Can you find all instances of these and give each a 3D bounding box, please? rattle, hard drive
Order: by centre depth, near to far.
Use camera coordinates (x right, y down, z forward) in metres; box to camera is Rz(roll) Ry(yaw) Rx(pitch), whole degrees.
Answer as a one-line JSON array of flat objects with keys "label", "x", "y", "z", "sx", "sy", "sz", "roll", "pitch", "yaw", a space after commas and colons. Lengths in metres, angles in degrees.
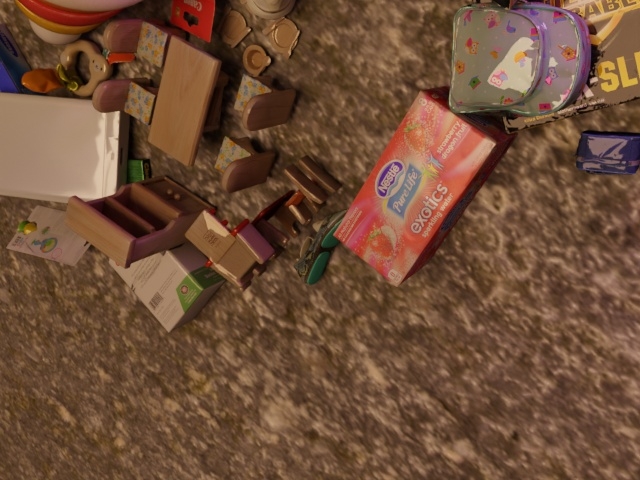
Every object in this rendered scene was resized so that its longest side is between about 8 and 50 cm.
[{"label": "rattle", "x": -0.520, "y": -0.382, "z": 1.465, "sx": 0.199, "sy": 0.142, "sz": 0.130, "roll": 0, "pitch": 86, "yaw": 35}, {"label": "hard drive", "x": -0.603, "y": -0.205, "z": 1.530, "sx": 0.352, "sy": 0.047, "sz": 0.233, "roll": 7, "pitch": 99, "yaw": 13}]

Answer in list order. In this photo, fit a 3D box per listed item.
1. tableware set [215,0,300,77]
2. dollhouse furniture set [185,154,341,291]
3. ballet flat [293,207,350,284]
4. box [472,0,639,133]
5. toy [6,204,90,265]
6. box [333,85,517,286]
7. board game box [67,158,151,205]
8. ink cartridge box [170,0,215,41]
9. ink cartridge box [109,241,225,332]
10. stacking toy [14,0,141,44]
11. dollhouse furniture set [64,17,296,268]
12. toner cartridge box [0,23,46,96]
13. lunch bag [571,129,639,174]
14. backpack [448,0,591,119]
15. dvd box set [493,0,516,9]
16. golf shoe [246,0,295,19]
[{"label": "tableware set", "x": -0.122, "y": -0.400, "z": 1.304, "sx": 0.141, "sy": 0.020, "sz": 0.169, "roll": -40, "pitch": 82, "yaw": 31}, {"label": "dollhouse furniture set", "x": -0.121, "y": -0.031, "z": 1.268, "sx": 0.135, "sy": 0.259, "sz": 0.262, "roll": 43, "pitch": 119, "yaw": 1}, {"label": "ballet flat", "x": 0.000, "y": 0.000, "z": 1.326, "sx": 0.070, "sy": 0.070, "sz": 0.188, "roll": 38, "pitch": 115, "yaw": 15}, {"label": "box", "x": 0.403, "y": -0.323, "z": 1.002, "sx": 0.321, "sy": 0.079, "sz": 0.257, "roll": -11, "pitch": 100, "yaw": 31}, {"label": "toy", "x": -0.635, "y": -0.004, "z": 1.662, "sx": 0.237, "sy": 0.137, "sz": 0.056, "roll": 13, "pitch": 150, "yaw": 24}, {"label": "box", "x": 0.172, "y": -0.093, "z": 1.155, "sx": 0.154, "sy": 0.142, "sz": 0.300, "roll": 40, "pitch": 119, "yaw": 15}, {"label": "board game box", "x": -0.495, "y": -0.123, "z": 1.585, "sx": 0.259, "sy": 0.030, "sz": 0.136, "roll": 5, "pitch": 104, "yaw": 28}, {"label": "ink cartridge box", "x": -0.253, "y": -0.509, "z": 1.288, "sx": 0.181, "sy": 0.056, "sz": 0.225, "roll": 38, "pitch": 121, "yaw": 44}, {"label": "ink cartridge box", "x": -0.342, "y": 0.066, "z": 1.513, "sx": 0.219, "sy": 0.092, "sz": 0.160, "roll": 48, "pitch": 120, "yaw": 9}, {"label": "stacking toy", "x": -0.482, "y": -0.518, "z": 1.308, "sx": 0.480, "sy": 0.350, "sz": 0.351, "roll": -20, "pitch": 94, "yaw": 64}, {"label": "dollhouse furniture set", "x": -0.309, "y": -0.182, "z": 1.318, "sx": 0.362, "sy": 0.256, "sz": 0.394, "roll": 32, "pitch": 120, "yaw": 19}, {"label": "toner cartridge box", "x": -0.740, "y": -0.325, "z": 1.635, "sx": 0.165, "sy": 0.075, "sz": 0.348, "roll": -31, "pitch": 88, "yaw": 30}, {"label": "lunch bag", "x": 0.436, "y": -0.132, "z": 1.042, "sx": 0.098, "sy": 0.067, "sz": 0.065, "roll": 8, "pitch": 107, "yaw": 28}, {"label": "backpack", "x": 0.279, "y": -0.254, "z": 0.965, "sx": 0.188, "sy": 0.144, "sz": 0.166, "roll": 8, "pitch": 103, "yaw": 23}, {"label": "dvd box set", "x": 0.262, "y": -0.557, "z": 0.911, "sx": 0.307, "sy": 0.062, "sz": 0.420, "roll": 38, "pitch": 91, "yaw": 16}, {"label": "golf shoe", "x": -0.098, "y": -0.544, "z": 1.169, "sx": 0.115, "sy": 0.140, "sz": 0.306, "roll": -13, "pitch": 102, "yaw": -3}]
